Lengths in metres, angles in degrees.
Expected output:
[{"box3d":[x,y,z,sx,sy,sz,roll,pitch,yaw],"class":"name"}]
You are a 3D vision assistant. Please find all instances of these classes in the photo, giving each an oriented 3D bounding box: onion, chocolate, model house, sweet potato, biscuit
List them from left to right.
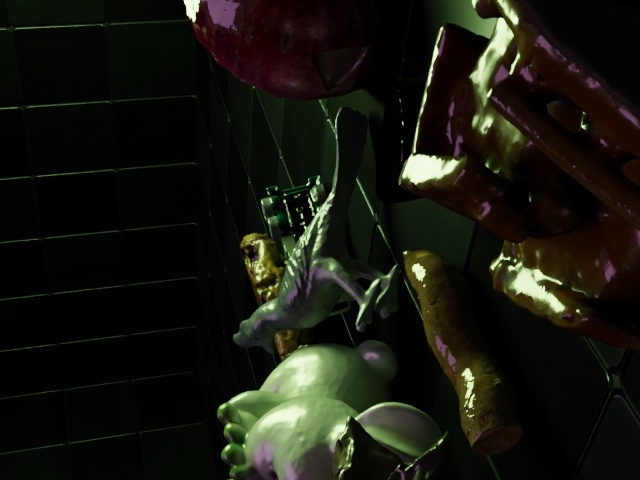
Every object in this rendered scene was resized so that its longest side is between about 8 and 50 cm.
[{"box3d":[-0.055,-0.300,1.157,0.256,0.230,0.272,-115,31,-51],"class":"onion"},{"box3d":[-0.047,0.143,1.509,0.289,0.081,0.334,107,143,-84],"class":"biscuit"},{"box3d":[0.104,-0.098,0.918,0.148,0.080,0.125,108,164,-73],"class":"chocolate"},{"box3d":[0.132,0.084,0.916,0.067,0.059,0.281,54,-166,-45],"class":"sweet potato"},{"box3d":[0.156,-0.027,0.530,0.229,0.199,0.219,109,164,-50],"class":"model house"}]

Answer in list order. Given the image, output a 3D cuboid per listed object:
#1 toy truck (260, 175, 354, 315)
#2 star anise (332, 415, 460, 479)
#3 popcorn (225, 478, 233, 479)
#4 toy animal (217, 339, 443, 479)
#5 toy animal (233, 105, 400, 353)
[{"box3d":[-0.013,0.015,1.376,0.116,0.110,0.216,82,172,-53],"class":"toy truck"},{"box3d":[0.088,0.328,0.877,0.332,0.117,0.331,21,119,42],"class":"star anise"},{"box3d":[-0.063,0.464,1.463,0.224,0.270,0.258,-22,67,44],"class":"popcorn"},{"box3d":[0.018,0.240,1.113,0.310,0.247,0.183,-91,-19,-79],"class":"toy animal"},{"box3d":[0.014,0.032,1.183,0.206,0.081,0.367,39,110,38],"class":"toy animal"}]
